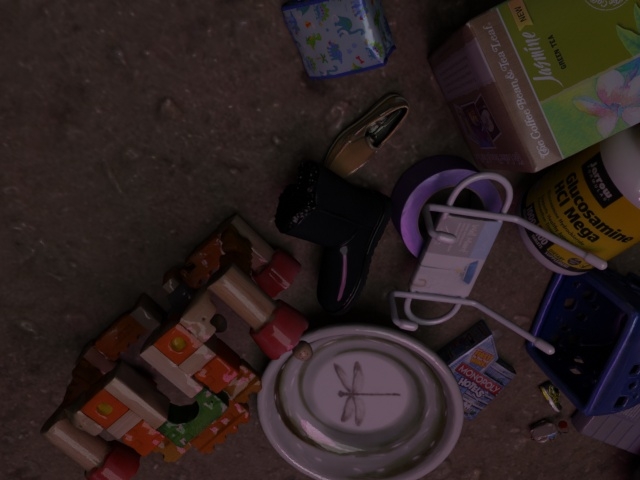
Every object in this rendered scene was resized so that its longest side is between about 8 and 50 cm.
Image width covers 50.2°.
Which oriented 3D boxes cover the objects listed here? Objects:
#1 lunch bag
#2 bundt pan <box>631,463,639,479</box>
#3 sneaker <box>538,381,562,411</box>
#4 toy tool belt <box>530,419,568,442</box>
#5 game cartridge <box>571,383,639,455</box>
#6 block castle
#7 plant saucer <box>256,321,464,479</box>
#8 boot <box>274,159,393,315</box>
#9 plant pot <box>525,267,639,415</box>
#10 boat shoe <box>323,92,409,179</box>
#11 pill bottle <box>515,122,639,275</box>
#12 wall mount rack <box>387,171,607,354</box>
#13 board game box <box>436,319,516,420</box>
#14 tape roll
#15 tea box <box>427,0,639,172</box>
[{"bbox_3d":[0.026,-0.327,1.068,0.151,0.096,0.129,-9,121,27],"label":"lunch bag"},{"bbox_3d":[0.844,0.540,1.577,0.330,0.124,0.331,-16,129,-21],"label":"bundt pan"},{"bbox_3d":[0.517,0.346,1.510,0.035,0.031,0.083,-37,116,8],"label":"sneaker"},{"bbox_3d":[0.518,0.433,1.549,0.083,0.052,0.051,-22,148,5],"label":"toy tool belt"},{"bbox_3d":[0.744,0.313,1.521,0.230,0.068,0.355,25,109,-16],"label":"game cartridge"},{"bbox_3d":[-0.224,0.198,1.162,0.453,0.303,0.213,-41,109,10],"label":"block castle"},{"bbox_3d":[0.078,0.313,1.351,0.400,0.101,0.401,3,117,6],"label":"plant saucer"},{"bbox_3d":[0.000,0.000,1.177,0.207,0.094,0.247,17,101,-40],"label":"boot"},{"bbox_3d":[0.578,0.188,1.338,0.212,0.236,0.236,8,113,-19],"label":"plant pot"},{"bbox_3d":[0.076,-0.170,1.162,0.068,0.072,0.190,34,106,-23],"label":"boat shoe"},{"bbox_3d":[0.490,-0.087,1.126,0.187,0.188,0.334,14,149,-16],"label":"pill bottle"},{"bbox_3d":[0.290,0.064,1.181,0.303,0.131,0.350,8,127,-12],"label":"wall mount rack"},{"bbox_3d":[0.316,0.271,1.423,0.194,0.060,0.194,33,107,-22],"label":"board game box"},{"bbox_3d":[0.226,-0.054,1.240,0.188,0.080,0.189,-4,117,-9],"label":"tape roll"},{"bbox_3d":[0.363,-0.263,0.996,0.323,0.329,0.220,-27,96,3],"label":"tea box"}]
